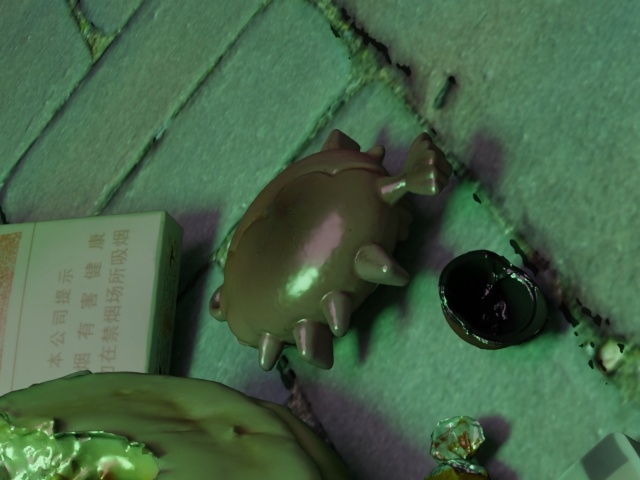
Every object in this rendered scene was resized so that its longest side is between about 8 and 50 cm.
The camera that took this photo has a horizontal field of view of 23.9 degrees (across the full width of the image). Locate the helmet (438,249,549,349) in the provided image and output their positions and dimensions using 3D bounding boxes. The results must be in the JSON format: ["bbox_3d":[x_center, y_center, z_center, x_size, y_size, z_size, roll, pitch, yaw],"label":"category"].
[{"bbox_3d":[0.120,0.051,1.057,0.065,0.049,0.084,-32,60,-19],"label":"helmet"}]

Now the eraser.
[{"bbox_3d":[0.167,0.172,0.934,0.105,0.026,0.065,-47,35,17],"label":"eraser"}]

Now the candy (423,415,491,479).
[{"bbox_3d":[0.088,0.199,0.995,0.053,0.046,0.182,-24,44,43],"label":"candy"}]

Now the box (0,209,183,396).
[{"bbox_3d":[-0.310,0.084,1.393,0.365,0.051,0.204,-5,67,18],"label":"box"}]

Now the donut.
[{"bbox_3d":[-0.122,0.219,1.038,0.371,0.307,0.150,-116,19,-67],"label":"donut"}]

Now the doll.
[{"bbox_3d":[0.000,0.000,1.199,0.262,0.093,0.211,-38,38,28],"label":"doll"}]
